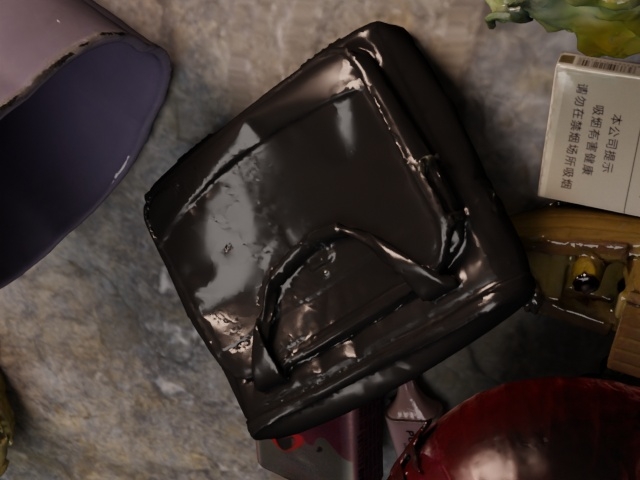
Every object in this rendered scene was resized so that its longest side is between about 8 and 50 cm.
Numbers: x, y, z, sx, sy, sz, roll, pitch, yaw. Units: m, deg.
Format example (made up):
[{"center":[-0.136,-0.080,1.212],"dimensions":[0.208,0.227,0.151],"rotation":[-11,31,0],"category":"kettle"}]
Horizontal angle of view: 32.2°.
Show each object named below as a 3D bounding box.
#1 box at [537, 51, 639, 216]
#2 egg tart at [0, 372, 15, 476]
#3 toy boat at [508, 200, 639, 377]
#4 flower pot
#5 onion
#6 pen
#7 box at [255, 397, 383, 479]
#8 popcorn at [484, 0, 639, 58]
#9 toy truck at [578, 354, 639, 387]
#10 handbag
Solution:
[{"center":[0.254,-0.062,0.762],"dimensions":[0.198,0.029,0.109],"rotation":[13,126,17],"category":"box"},{"center":[-0.421,0.160,1.175],"dimensions":[0.252,0.098,0.232],"rotation":[-4,126,30],"category":"egg tart"},{"center":[0.257,0.049,0.778],"dimensions":[0.321,0.121,0.089],"rotation":[14,132,15],"category":"toy boat"},{"center":[-0.285,-0.125,0.841],"dimensions":[0.243,0.265,0.265],"rotation":[43,129,9],"category":"flower pot"},{"center":[0.180,0.238,0.792],"dimensions":[0.313,0.232,0.314],"rotation":[2,102,8],"category":"onion"},{"center":[0.093,0.189,0.999],"dimensions":[0.053,0.032,0.197],"rotation":[-1,122,25],"category":"pen"},{"center":[-0.004,0.119,0.964],"dimensions":[0.120,0.069,0.224],"rotation":[17,127,30],"category":"box"},{"center":[0.158,-0.194,0.610],"dimensions":[0.197,0.212,0.198],"rotation":[2,101,13],"category":"popcorn"},{"center":[0.233,0.159,0.897],"dimensions":[0.088,0.074,0.202],"rotation":[34,129,-12],"category":"toy truck"},{"center":[0.000,0.000,0.819],"dimensions":[0.275,0.088,0.244],"rotation":[-31,79,29],"category":"handbag"}]
